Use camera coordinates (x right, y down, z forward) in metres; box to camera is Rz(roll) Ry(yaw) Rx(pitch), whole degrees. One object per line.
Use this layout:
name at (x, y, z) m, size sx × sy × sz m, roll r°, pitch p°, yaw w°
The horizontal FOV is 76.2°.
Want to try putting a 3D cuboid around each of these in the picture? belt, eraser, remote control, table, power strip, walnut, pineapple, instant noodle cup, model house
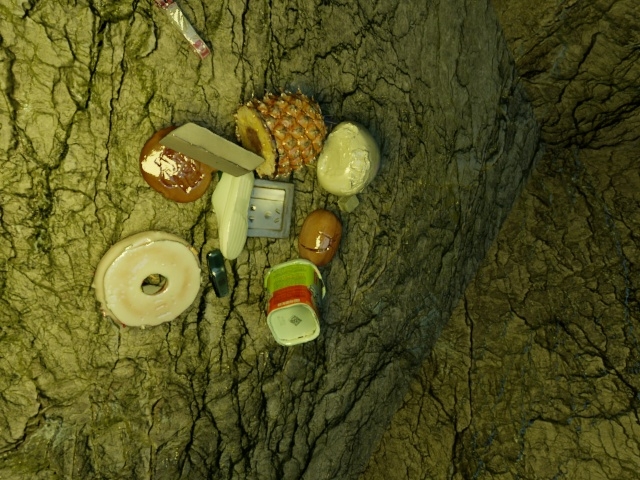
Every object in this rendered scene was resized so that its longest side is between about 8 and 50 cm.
belt at (-0.474, -0.739, 1.419) m, size 0.053 × 0.071 × 0.232 m, roll -47°, pitch 126°, yaw -9°
eraser at (-0.366, -0.310, 1.420) m, size 0.352 × 0.111 × 0.077 m, roll 21°, pitch 73°, yaw -37°
remote control at (-0.432, 0.141, 1.726) m, size 0.072 × 0.042 × 0.222 m, roll -21°, pitch 115°, yaw -34°
table at (0.132, -0.191, 2.036) m, size 0.079 × 0.083 × 0.062 m, roll -44°, pitch 126°, yaw -20°
power strip at (-0.248, -0.141, 1.754) m, size 0.257 × 0.092 × 0.251 m, roll 5°, pitch 101°, yaw -26°
walnut at (0.000, 0.000, 1.920) m, size 0.203 × 0.203 × 0.298 m, roll 11°, pitch 89°, yaw -39°
pineapple at (-0.153, -0.426, 1.597) m, size 0.300 × 0.352 × 0.352 m, roll -33°, pitch 121°, yaw -34°
instant noodle cup at (-0.113, 0.276, 1.782) m, size 0.294 × 0.308 × 0.294 m, roll -1°, pitch 118°, yaw -3°
model house at (0.016, -0.512, 1.851) m, size 0.117 × 0.088 × 0.167 m, roll 3°, pitch 101°, yaw -39°

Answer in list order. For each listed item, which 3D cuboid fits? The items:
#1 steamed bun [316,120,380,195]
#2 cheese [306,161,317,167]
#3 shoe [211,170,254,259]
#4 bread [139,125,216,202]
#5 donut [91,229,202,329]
steamed bun at (0.153, -0.359, 1.860) m, size 0.312 × 0.233 × 0.334 m, roll -23°, pitch 137°, yaw -56°
cheese at (-0.051, -0.364, 1.881) m, size 0.083 × 0.030 × 0.044 m, roll 13°, pitch 74°, yaw -35°
shoe at (-0.373, -0.112, 1.611) m, size 0.132 × 0.160 × 0.363 m, roll 12°, pitch 87°, yaw -63°
bread at (-0.514, -0.272, 1.474) m, size 0.270 × 0.148 × 0.270 m, roll -8°, pitch 105°, yaw -34°
donut at (-0.631, 0.140, 1.509) m, size 0.382 × 0.142 × 0.383 m, roll -11°, pitch 110°, yaw -34°
